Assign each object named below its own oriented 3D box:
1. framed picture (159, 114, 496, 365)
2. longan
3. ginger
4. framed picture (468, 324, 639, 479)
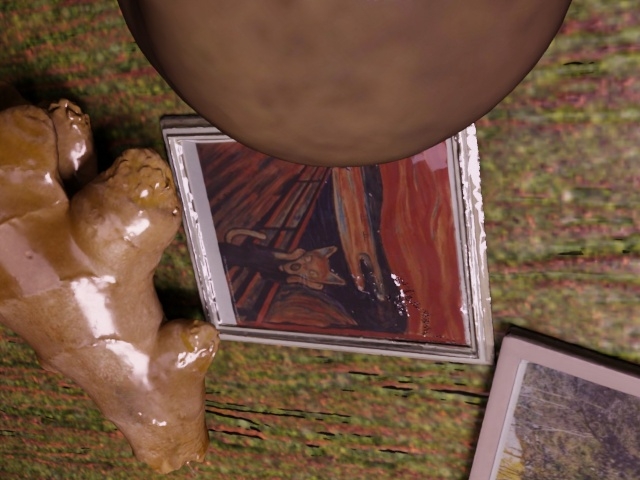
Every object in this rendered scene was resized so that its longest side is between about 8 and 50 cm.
[{"bbox_3d":[0.000,0.000,0.676,0.273,0.016,0.216,1,114,27],"label":"framed picture"},{"bbox_3d":[-0.002,-0.207,0.424,0.288,0.288,0.350,3,121,26],"label":"longan"},{"bbox_3d":[-0.191,0.026,0.750,0.236,0.166,0.375,-46,111,5],"label":"ginger"},{"bbox_3d":[0.231,0.239,0.674,0.240,0.020,0.324,19,121,19],"label":"framed picture"}]
